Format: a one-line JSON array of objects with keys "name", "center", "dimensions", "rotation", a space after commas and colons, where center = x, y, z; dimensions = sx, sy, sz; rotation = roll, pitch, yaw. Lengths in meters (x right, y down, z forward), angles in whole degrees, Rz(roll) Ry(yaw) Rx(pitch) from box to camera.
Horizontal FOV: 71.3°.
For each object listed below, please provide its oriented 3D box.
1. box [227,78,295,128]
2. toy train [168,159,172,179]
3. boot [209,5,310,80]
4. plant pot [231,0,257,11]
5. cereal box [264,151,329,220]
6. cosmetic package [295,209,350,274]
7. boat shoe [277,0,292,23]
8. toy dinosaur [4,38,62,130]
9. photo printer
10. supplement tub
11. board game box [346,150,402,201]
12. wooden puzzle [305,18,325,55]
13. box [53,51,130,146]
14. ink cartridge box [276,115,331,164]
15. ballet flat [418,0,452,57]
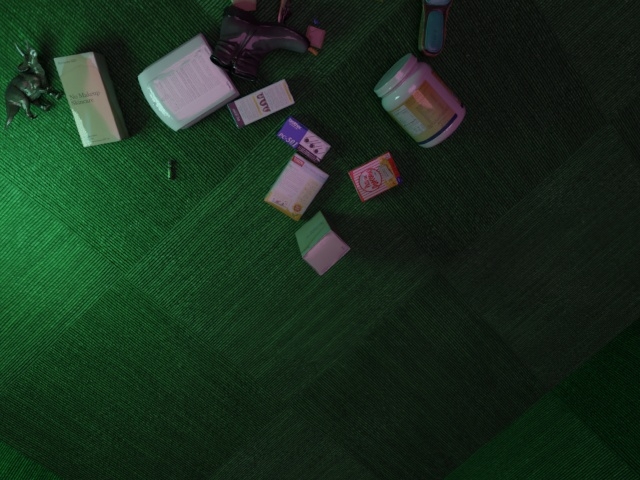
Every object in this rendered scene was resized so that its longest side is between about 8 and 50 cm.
[{"name": "box", "center": [-0.232, -0.535, 1.745], "dimensions": [0.245, 0.060, 0.100], "rotation": [-24, 109, -1]}, {"name": "toy train", "center": [-0.604, -0.281, 1.788], "dimensions": [0.017, 0.023, 0.083], "rotation": [4, 106, -9]}, {"name": "boot", "center": [-0.219, -0.686, 1.636], "dimensions": [0.339, 0.118, 0.222], "rotation": [13, 87, -12]}, {"name": "plant pot", "center": [-0.278, -0.882, 1.613], "dimensions": [0.109, 0.109, 0.096], "rotation": [-11, 120, -5]}, {"name": "cereal box", "center": [-0.101, -0.224, 1.867], "dimensions": [0.173, 0.047, 0.240], "rotation": [33, 99, -16]}, {"name": "cosmetic package", "center": [0.000, 0.000, 1.813], "dimensions": [0.160, 0.309, 0.113], "rotation": [-43, 108, 6]}, {"name": "boat shoe", "center": [-0.130, -0.857, 1.663], "dimensions": [0.049, 0.056, 0.152], "rotation": [9, 106, -6]}, {"name": "toy dinosaur", "center": [-1.057, -0.540, 1.611], "dimensions": [0.160, 0.121, 0.313], "rotation": [39, 103, -5]}, {"name": "photo printer", "center": [-0.498, -0.577, 1.668], "dimensions": [0.308, 0.107, 0.256], "rotation": [-32, 108, 3]}, {"name": "supplement tub", "center": [0.385, -0.545, 1.745], "dimensions": [0.316, 0.228, 0.228], "rotation": [41, 97, -17]}, {"name": "board game box", "center": [0.231, -0.273, 1.902], "dimensions": [0.194, 0.045, 0.146], "rotation": [-28, 109, 1]}, {"name": "wooden puzzle", "center": [-0.023, -0.785, 1.724], "dimensions": [0.079, 0.014, 0.116], "rotation": [20, 103, -18]}, {"name": "box", "center": [-0.829, -0.512, 1.632], "dimensions": [0.148, 0.121, 0.310], "rotation": [-13, 109, -3]}, {"name": "ink cartridge box", "center": [-0.069, -0.406, 1.816], "dimensions": [0.207, 0.046, 0.097], "rotation": [34, 98, -16]}, {"name": "ballet flat", "center": [0.438, -0.883, 1.709], "dimensions": [0.123, 0.123, 0.348], "rotation": [4, 103, -10]}]
